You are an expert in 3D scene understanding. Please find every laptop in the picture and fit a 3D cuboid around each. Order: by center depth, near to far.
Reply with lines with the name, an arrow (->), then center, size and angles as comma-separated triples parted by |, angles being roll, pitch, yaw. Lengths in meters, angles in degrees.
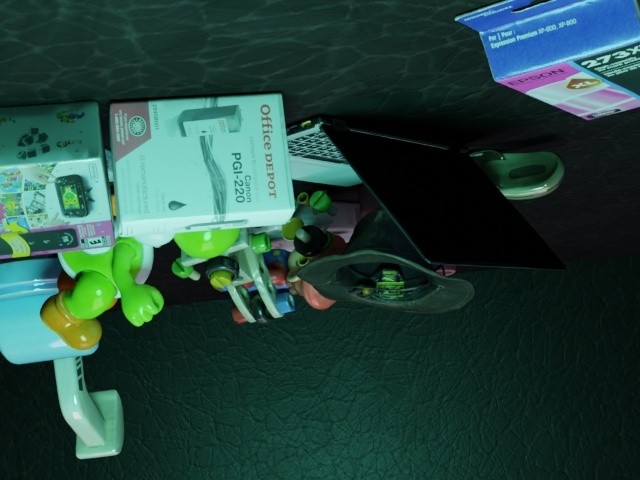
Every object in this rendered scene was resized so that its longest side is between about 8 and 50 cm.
laptop -> 0.090, -0.041, 1.641 | 0.408, 0.236, 0.382 | -13, 169, 39

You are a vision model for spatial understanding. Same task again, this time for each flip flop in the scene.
flip flop -> 0.268, -0.109, 1.817 | 0.277, 0.112, 0.080 | -8, 146, 24

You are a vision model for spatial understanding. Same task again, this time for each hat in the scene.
hat -> 0.119, 0.025, 1.855 | 0.331, 0.133, 0.331 | 8, 163, 2

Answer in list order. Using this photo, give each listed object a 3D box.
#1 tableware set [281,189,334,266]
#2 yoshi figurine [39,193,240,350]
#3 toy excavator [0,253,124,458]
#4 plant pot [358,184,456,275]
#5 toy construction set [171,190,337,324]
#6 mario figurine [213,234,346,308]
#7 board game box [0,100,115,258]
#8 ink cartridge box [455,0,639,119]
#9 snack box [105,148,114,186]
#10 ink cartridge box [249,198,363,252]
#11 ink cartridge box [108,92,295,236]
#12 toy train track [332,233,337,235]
tableware set -> -0.028, -0.022, 1.990 | 0.104, 0.154, 0.024 | -19, 150, 19
yoshi figurine -> -0.253, 0.021, 1.642 | 0.362, 0.203, 0.203 | -44, 158, 29
toy excavator -> -0.467, 0.172, 1.935 | 0.222, 0.445, 0.433 | -6, 171, 3
plant pot -> 0.179, -0.021, 2.032 | 0.201, 0.180, 0.201 | -6, 171, -1
toy construction set -> -0.179, -0.007, 1.911 | 0.309, 0.257, 0.237 | 8, 163, 33
mario figurine -> -0.060, 0.032, 2.113 | 0.321, 0.170, 0.198 | -2, -151, 38
board game box -> -0.420, -0.066, 1.359 | 0.304, 0.097, 0.224 | -5, 151, -8
ink cartridge box -> 0.319, -0.215, 1.249 | 0.176, 0.069, 0.371 | -12, 168, 34
snack box -> -0.343, -0.103, 1.569 | 0.100, 0.037, 0.141 | -9, 172, 9
ink cartridge box -> -0.060, -0.023, 2.219 | 0.296, 0.066, 0.261 | 2, 168, -42
ink cartridge box -> -0.150, -0.095, 1.360 | 0.218, 0.158, 0.092 | -5, 171, -13
toy train track -> 0.000, 0.000, 2.170 | 0.083, 0.014, 0.048 | -23, 156, 38
